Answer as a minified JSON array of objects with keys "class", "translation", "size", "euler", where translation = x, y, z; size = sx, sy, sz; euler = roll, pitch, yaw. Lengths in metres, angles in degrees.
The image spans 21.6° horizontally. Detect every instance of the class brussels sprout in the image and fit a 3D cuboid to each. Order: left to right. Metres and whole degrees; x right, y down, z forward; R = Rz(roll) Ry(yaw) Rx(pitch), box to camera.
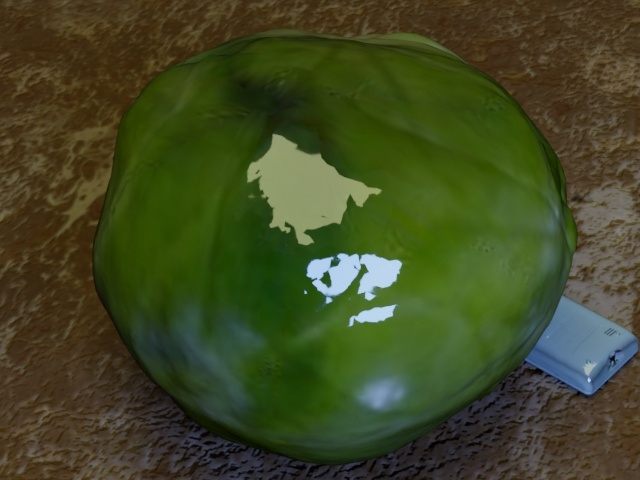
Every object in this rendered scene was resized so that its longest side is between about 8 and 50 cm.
[{"class":"brussels sprout","translation":[0.000,0.000,1.111],"size":[0.344,0.268,0.344],"euler":[1,24,0]}]

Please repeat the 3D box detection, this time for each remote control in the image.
[{"class":"remote control","translation":[0.144,0.050,1.189],"size":[0.162,0.029,0.061],"euler":[29,56,34]}]
